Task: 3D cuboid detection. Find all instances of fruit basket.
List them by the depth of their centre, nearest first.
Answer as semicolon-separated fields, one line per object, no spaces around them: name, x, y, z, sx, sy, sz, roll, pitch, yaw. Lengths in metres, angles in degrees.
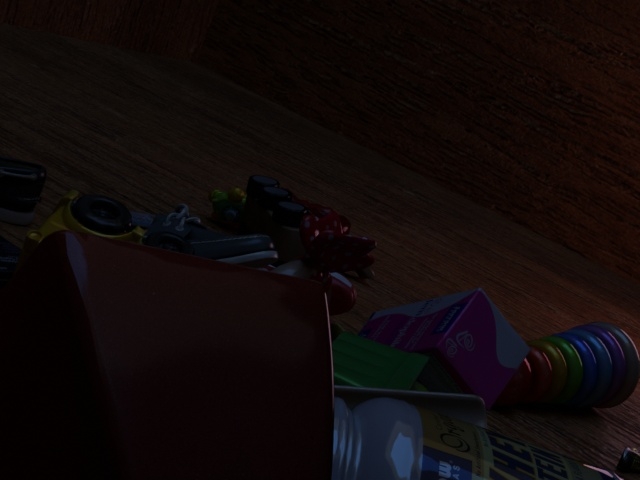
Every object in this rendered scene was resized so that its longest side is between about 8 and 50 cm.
fruit basket;0.117;0.261;1.760;0.353;0.165;0.327;38;14;3

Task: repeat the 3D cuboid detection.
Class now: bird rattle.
bird rattle;-0.032;0.088;1.997;0.207;0.253;0.143;-27;63;-37

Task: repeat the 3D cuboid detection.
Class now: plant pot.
plant pot;-0.142;0.181;1.259;0.267;0.267;0.235;13;45;-36

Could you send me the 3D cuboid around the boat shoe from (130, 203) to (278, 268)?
boat shoe;-0.207;0.000;2.071;0.320;0.099;0.116;-4;-6;24

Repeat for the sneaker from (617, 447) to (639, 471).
sneaker;0.456;0.319;2.282;0.035;0.031;0.083;28;13;25

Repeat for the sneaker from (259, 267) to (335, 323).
sneaker;-0.074;0.100;2.192;0.225;0.088;0.093;29;15;33

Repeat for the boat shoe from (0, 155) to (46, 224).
boat shoe;-0.549;-0.110;2.285;0.303;0.091;0.114;16;13;-26

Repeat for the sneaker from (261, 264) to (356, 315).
sneaker;-0.060;0.085;2.352;0.221;0.087;0.128;10;20;4

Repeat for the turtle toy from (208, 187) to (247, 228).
turtle toy;-0.139;-0.050;2.796;0.130;0.066;0.095;17;-11;-32

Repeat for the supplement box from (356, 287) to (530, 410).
supplement box;0.135;0.149;1.964;0.114;0.111;0.220;51;-35;-17

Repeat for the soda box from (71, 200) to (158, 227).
soda box;-0.297;-0.012;2.371;0.183;0.058;0.063;10;17;-42

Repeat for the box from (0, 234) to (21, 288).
box;-0.436;0.020;2.058;0.162;0.029;0.116;32;16;35

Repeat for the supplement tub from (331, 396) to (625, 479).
supplement tub;0.104;0.272;1.394;0.316;0.228;0.228;19;12;-11

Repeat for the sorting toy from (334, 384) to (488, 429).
sorting toy;0.093;0.245;1.577;0.193;0.038;0.208;6;59;-18

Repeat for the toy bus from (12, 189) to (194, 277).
toy bus;-0.272;0.063;1.917;0.220;0.149;0.211;27;26;7

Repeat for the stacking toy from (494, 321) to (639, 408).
stacking toy;0.349;0.203;2.430;0.330;0.141;0.141;-2;25;-46

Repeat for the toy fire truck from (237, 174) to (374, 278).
toy fire truck;0.000;0.000;2.696;0.246;0.158;0.217;5;17;-23
